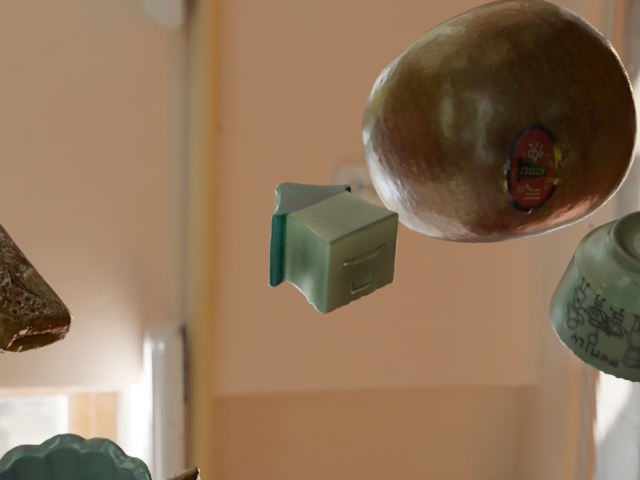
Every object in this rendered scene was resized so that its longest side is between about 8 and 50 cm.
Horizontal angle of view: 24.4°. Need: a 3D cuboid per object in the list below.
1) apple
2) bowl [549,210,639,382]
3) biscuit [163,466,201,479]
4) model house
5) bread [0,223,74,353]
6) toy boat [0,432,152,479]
[{"bbox_3d":[0.261,-0.178,2.138,0.400,0.400,0.333,-146,43,-76],"label":"apple"},{"bbox_3d":[0.344,0.045,1.513,0.211,0.211,0.112,-106,14,-52],"label":"bowl"},{"bbox_3d":[-0.202,0.397,1.885,0.045,0.154,0.299,37,151,25],"label":"biscuit"},{"bbox_3d":[0.000,0.000,1.749,0.149,0.127,0.100,31,129,37],"label":"model house"},{"bbox_3d":[-0.444,0.048,2.004,0.271,0.139,0.077,44,122,32],"label":"bread"},{"bbox_3d":[-0.310,0.327,1.660,0.100,0.290,0.199,63,-159,-60],"label":"toy boat"}]
